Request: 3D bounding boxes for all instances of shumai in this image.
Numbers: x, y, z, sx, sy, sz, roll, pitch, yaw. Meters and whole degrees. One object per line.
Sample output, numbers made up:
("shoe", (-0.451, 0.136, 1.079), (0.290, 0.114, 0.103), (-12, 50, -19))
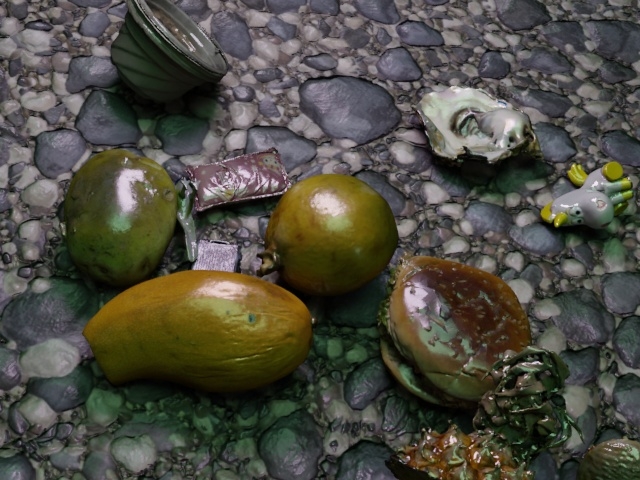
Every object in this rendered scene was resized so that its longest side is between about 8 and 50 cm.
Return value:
("shumai", (0.457, 0.353, 1.631), (0.146, 0.145, 0.116), (27, 18, 11))

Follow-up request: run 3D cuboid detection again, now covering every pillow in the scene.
("pillow", (-0.145, -0.105, 1.904), (0.185, 0.043, 0.118), (-10, 53, -19))

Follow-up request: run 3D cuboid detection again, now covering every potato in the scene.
("potato", (-0.332, -0.044, 1.767), (0.197, 0.148, 0.228), (7, 57, 26))

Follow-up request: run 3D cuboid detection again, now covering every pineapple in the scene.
("pineapple", (0.268, 0.275, 1.531), (0.262, 0.262, 0.271), (31, 71, 13))

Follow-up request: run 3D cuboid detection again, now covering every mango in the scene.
("mango", (-0.186, 0.137, 1.650), (0.359, 0.144, 0.187), (4, 86, -1))

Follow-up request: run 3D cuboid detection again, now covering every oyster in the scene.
("oyster", (0.287, -0.208, 2.020), (0.214, 0.083, 0.223), (-15, 53, -23))

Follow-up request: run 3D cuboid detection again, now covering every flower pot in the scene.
("flower pot", (-0.292, -0.343, 1.964), (0.235, 0.140, 0.235), (42, 19, -18))

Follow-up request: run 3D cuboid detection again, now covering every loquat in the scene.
("loquat", (0.000, 0.000, 1.741), (0.246, 0.213, 0.213), (-24, 61, -29))

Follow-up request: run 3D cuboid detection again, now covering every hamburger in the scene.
("hamburger", (0.216, 0.142, 1.725), (0.243, 0.146, 0.286), (-23, 60, -30))

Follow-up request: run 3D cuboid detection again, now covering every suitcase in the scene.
("suitcase", (-0.176, 0.059, 1.771), (0.086, 0.059, 0.126), (9, 51, -2))

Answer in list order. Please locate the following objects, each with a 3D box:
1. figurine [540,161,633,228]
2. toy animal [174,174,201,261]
("figurine", (0.483, -0.069, 1.955), (0.130, 0.109, 0.178), (17, 49, 37))
("toy animal", (-0.222, -0.057, 1.803), (0.041, 0.075, 0.217), (8, 34, -23))
